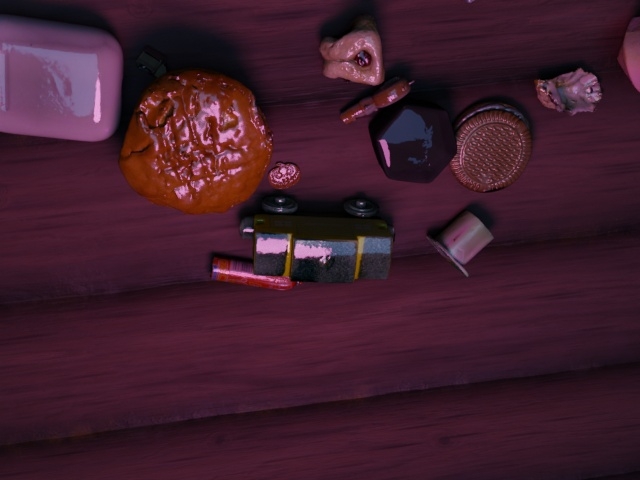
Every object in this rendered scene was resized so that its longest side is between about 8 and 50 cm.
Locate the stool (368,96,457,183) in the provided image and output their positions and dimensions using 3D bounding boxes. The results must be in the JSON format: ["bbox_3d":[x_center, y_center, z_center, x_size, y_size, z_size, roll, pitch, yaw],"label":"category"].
[{"bbox_3d":[0.249,-0.274,1.907,0.233,0.141,0.232,-2,114,-5],"label":"stool"}]

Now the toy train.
[{"bbox_3d":[0.000,0.000,1.928,0.443,0.272,0.179,2,117,-8],"label":"toy train"}]

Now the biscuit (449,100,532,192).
[{"bbox_3d":[0.475,-0.259,1.975,0.260,0.079,0.259,-3,115,-6],"label":"biscuit"}]

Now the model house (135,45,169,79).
[{"bbox_3d":[-0.420,-0.448,1.796,0.083,0.057,0.058,32,81,0],"label":"model house"}]

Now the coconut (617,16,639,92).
[{"bbox_3d":[0.906,-0.496,1.845,0.233,0.245,0.232,-8,103,-40],"label":"coconut"}]

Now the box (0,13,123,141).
[{"bbox_3d":[-0.667,-0.395,1.736,0.349,0.141,0.288,5,114,-10],"label":"box"}]

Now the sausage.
[{"bbox_3d":[-0.184,0.099,2.059,0.274,0.074,0.074,9,113,-12],"label":"sausage"}]

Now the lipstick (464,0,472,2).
[{"bbox_3d":[0.470,-0.707,1.773,0.290,0.077,0.076,-34,114,9],"label":"lipstick"}]

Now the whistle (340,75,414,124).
[{"bbox_3d":[0.151,-0.377,1.878,0.220,0.107,0.057,-27,108,21],"label":"whistle"}]

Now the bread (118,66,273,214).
[{"bbox_3d":[-0.307,-0.254,1.787,0.399,0.215,0.397,-6,122,-11],"label":"bread"}]

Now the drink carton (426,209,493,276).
[{"bbox_3d":[0.413,-0.004,2.057,0.142,0.146,0.144,-44,113,4],"label":"drink carton"}]

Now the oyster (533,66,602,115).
[{"bbox_3d":[0.685,-0.406,1.949,0.209,0.072,0.132,-20,110,-20],"label":"oyster"}]

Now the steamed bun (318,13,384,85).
[{"bbox_3d":[0.076,-0.475,1.798,0.156,0.140,0.172,-11,119,2],"label":"steamed bun"}]

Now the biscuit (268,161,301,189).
[{"bbox_3d":[-0.102,-0.183,1.971,0.091,0.015,0.078,-24,115,4],"label":"biscuit"}]
